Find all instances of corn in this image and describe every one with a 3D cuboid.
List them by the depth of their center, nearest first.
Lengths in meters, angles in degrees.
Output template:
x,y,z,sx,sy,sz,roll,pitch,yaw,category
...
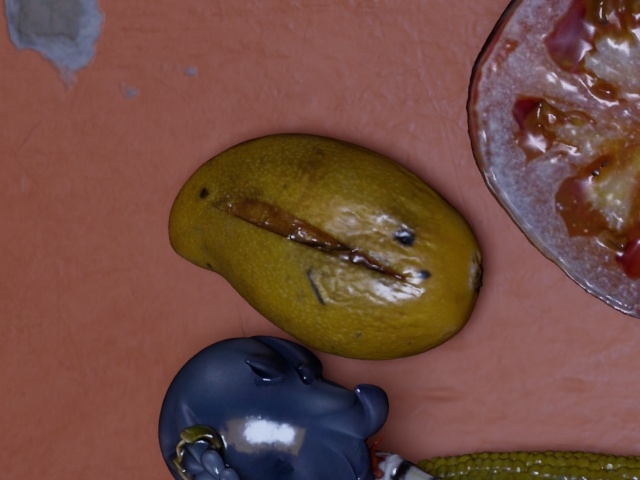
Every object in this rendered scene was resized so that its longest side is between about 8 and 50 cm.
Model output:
x,y,z,sx,sy,sz,roll,pitch,yaw,category
0.220,0.224,1.635,0.310,0.101,0.102,5,95,23,corn

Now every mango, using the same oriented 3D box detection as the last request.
x,y,z,sx,sy,sz,roll,pitch,yaw,category
-0.001,0.001,1.682,0.294,0.120,0.177,21,98,16,mango

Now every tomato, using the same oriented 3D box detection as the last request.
x,y,z,sx,sy,sz,roll,pitch,yaw,category
0.289,-0.115,1.551,0.338,0.144,0.338,7,113,17,tomato

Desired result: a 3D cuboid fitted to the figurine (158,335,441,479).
x,y,z,sx,sy,sz,roll,pitch,yaw,category
-0.020,0.180,1.644,0.265,0.197,0.175,15,75,52,figurine
